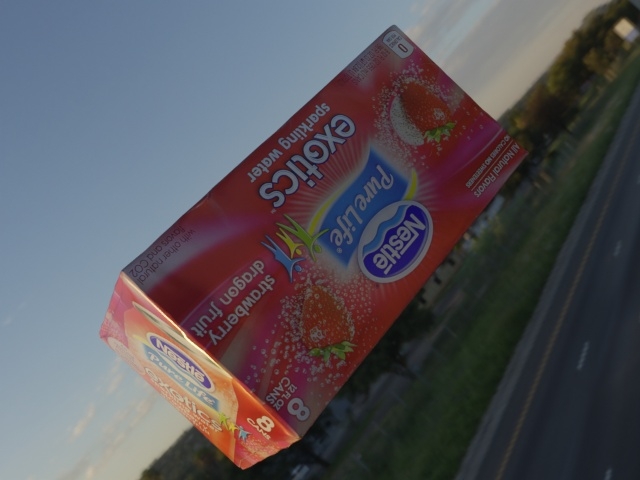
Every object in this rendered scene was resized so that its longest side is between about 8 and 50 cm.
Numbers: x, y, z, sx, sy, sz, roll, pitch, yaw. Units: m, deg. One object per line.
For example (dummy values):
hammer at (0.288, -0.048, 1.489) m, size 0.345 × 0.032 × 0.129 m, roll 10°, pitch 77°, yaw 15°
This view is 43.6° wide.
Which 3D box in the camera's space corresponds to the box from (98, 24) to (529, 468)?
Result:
box at (0.000, 0.000, 0.506) m, size 0.257 × 0.128 × 0.122 m, roll -46°, pitch -1°, yaw -30°
